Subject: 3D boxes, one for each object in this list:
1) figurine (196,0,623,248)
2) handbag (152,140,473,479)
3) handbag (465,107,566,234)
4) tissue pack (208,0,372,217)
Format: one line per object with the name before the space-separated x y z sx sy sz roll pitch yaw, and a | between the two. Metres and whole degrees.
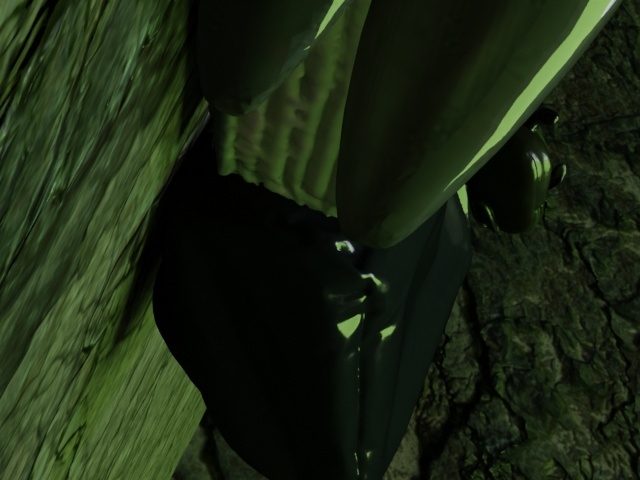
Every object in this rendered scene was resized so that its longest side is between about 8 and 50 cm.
figurine | 0.106 -0.168 0.428 0.361 0.266 0.377 52 58 -74
handbag | -0.003 -0.001 1.250 0.302 0.178 0.275 -64 164 -45
handbag | 0.122 -0.042 1.213 0.047 0.072 0.111 -48 152 -30
tissue pack | 0.042 -0.169 0.915 0.242 0.125 0.343 -64 178 -16
